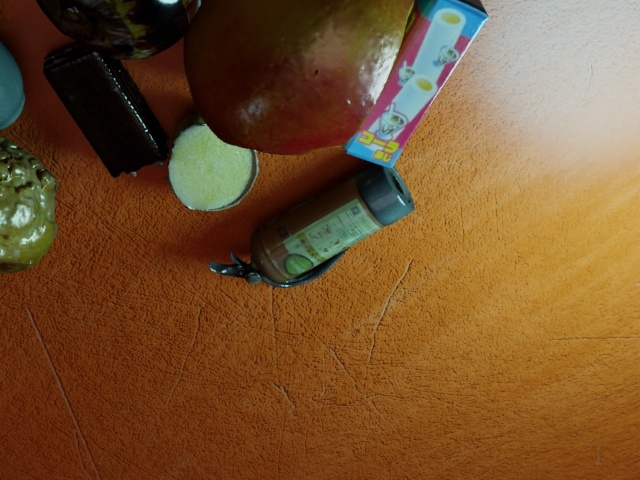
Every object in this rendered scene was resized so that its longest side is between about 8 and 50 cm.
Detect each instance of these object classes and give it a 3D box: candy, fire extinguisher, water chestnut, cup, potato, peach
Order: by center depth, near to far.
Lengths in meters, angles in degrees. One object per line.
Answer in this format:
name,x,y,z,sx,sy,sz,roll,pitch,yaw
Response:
water chestnut,-0.275,-0.410,1.436,0.300,0.300,0.300,-2,128,-3
peach,-0.055,-0.295,1.537,0.306,0.242,0.380,27,127,-10
cup,-0.544,-0.246,1.601,0.199,0.199,0.150,-27,144,16
candy,0.136,-0.284,1.621,0.100,0.157,0.306,18,124,-19
potato,-0.193,-0.145,1.755,0.164,0.081,0.200,-9,132,-8
fire extinguisher,0.000,0.006,1.867,0.376,0.113,0.200,-28,126,16

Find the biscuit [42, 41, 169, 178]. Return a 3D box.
biscuit,-0.349,-0.216,1.689,0.106,0.070,0.252,-20,127,12

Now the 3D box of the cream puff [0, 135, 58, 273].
cream puff,-0.601,-0.059,1.680,0.327,0.231,0.343,-5,174,-20
